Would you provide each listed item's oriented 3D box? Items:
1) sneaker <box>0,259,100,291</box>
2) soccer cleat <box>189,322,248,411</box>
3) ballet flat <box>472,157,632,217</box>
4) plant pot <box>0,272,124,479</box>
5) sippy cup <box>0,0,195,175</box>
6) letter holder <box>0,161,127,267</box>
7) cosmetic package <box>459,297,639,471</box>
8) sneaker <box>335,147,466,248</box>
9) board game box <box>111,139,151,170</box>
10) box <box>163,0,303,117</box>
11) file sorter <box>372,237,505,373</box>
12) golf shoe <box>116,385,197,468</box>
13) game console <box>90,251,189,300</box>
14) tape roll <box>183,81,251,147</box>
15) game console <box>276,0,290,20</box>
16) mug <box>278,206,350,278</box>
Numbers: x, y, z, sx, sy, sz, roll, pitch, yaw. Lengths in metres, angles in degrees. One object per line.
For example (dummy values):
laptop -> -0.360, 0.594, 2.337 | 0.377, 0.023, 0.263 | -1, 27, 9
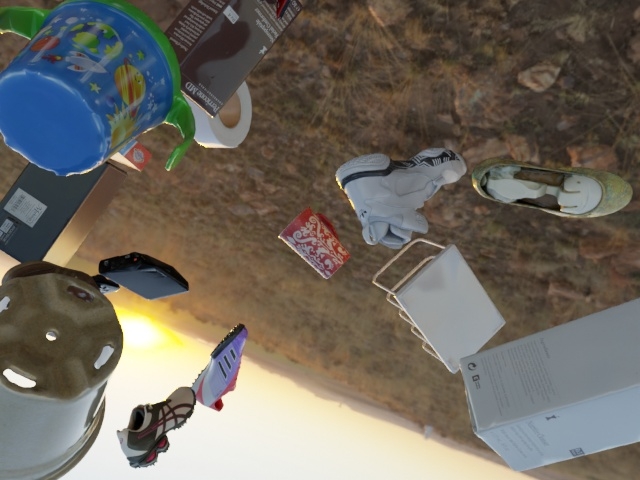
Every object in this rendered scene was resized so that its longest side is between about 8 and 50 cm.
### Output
sneaker -> -0.495, 0.084, 1.010 | 0.071, 0.066, 0.188 | 33, -171, 26
soccer cleat -> -0.269, 0.366, 1.537 | 0.116, 0.318, 0.108 | 36, -153, 4
ballet flat -> 0.519, -0.115, 1.224 | 0.349, 0.123, 0.123 | 14, 164, 19
plant pot -> -0.496, 0.222, 0.920 | 0.334, 0.333, 0.305 | 27, 131, -21
sippy cup -> -0.359, -0.223, 0.814 | 0.306, 0.224, 0.240 | 3, 131, 7
letter holder -> -0.639, -0.093, 1.323 | 0.152, 0.301, 0.214 | 34, 176, -4
cosmetic package -> 0.472, 0.255, 0.940 | 0.385, 0.156, 0.217 | -26, 130, 23
sneaker -> 0.221, -0.099, 1.288 | 0.366, 0.210, 0.137 | -8, 165, -29
board game box -> -0.688, -0.333, 1.575 | 0.317, 0.064, 0.242 | 23, 166, 26
box -> -0.241, -0.528, 1.358 | 0.143, 0.381, 0.191 | 43, -175, 32
file sorter -> 0.300, 0.158, 1.391 | 0.277, 0.193, 0.173 | 52, 171, -21
golf shoe -> -0.414, 0.451, 1.384 | 0.105, 0.273, 0.120 | -22, 107, 22
game console -> -0.533, 0.117, 1.351 | 0.362, 0.043, 0.213 | -13, 153, 12
tape roll -> -0.360, -0.471, 1.904 | 0.100, 0.286, 0.286 | 5, 160, 24
game console -> -0.041, -0.571, 1.255 | 0.085, 0.144, 0.124 | 23, 121, -19
mug -> 0.001, -0.001, 1.412 | 0.169, 0.150, 0.113 | 46, 157, 1
